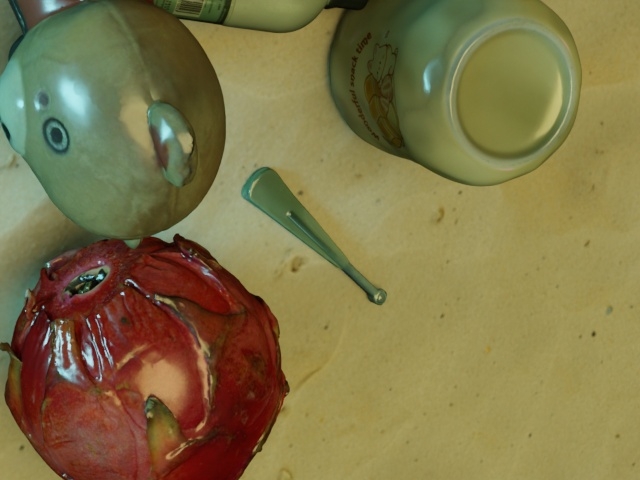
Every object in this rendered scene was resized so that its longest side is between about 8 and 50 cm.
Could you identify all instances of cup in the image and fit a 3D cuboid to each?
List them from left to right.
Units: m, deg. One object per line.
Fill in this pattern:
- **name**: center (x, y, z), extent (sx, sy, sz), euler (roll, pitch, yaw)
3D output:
- **cup**: center (0.137, -0.183, 1.376), extent (0.173, 0.202, 0.255), euler (24, 93, -29)

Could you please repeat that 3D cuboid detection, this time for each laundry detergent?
- **laundry detergent**: center (-0.061, -0.232, 1.333), extent (0.226, 0.070, 0.099), euler (4, 78, -23)

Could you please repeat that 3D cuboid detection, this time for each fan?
- **fan**: center (0.000, 0.000, 1.468), extent (0.193, 0.016, 0.038), euler (43, 82, -28)

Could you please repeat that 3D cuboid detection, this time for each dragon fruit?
- **dragon fruit**: center (-0.145, 0.114, 1.313), extent (0.241, 0.241, 0.252), euler (-24, 146, -18)

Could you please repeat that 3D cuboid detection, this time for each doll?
- **doll**: center (-0.181, -0.157, 1.194), extent (0.174, 0.235, 0.329), euler (-19, 81, -25)
